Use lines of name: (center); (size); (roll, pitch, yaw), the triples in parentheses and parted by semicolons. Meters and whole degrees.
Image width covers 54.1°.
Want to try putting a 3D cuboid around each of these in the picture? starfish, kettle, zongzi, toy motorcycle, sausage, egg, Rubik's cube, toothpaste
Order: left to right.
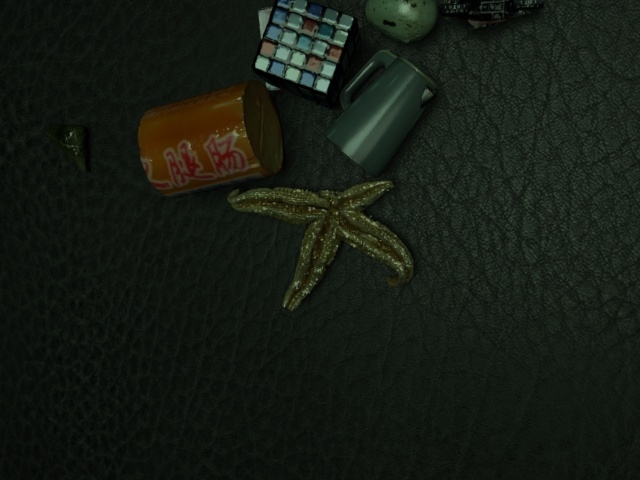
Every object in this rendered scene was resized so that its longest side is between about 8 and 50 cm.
zongzi: (-0.715, -0.255, 1.736); (0.154, 0.062, 0.130); (7, 111, 24)
sausage: (-0.257, -0.235, 1.491); (0.287, 0.233, 0.233); (-9, 93, 20)
toothpaste: (-0.115, -0.458, 1.512); (0.040, 0.047, 0.196); (-4, 95, 22)
Rubik's cube: (-0.027, -0.417, 1.393); (0.182, 0.187, 0.184); (23, 98, 4)
starfish: (0.000, 0.000, 1.508); (0.432, 0.082, 0.324); (-8, 98, 14)
kettle: (0.128, -0.297, 1.416); (0.243, 0.160, 0.210); (-51, 51, 10)
egg: (0.175, -0.498, 1.370); (0.164, 0.131, 0.131); (8, 99, 31)
toy motorcycle: (0.357, -0.495, 1.327); (0.213, 0.122, 0.082); (-1, 120, 6)
